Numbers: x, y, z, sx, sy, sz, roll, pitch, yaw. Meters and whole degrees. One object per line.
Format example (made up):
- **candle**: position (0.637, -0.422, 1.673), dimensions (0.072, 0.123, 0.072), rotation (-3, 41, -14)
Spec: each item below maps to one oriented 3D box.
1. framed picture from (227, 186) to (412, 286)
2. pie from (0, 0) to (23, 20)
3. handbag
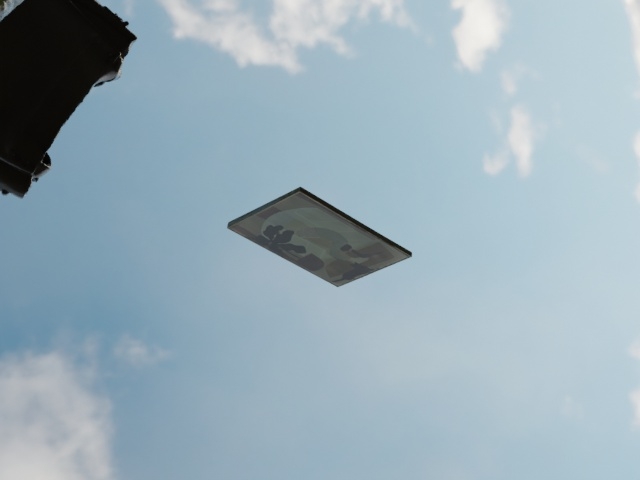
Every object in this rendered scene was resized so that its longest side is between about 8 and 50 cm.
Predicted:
- **framed picture**: position (0.000, 0.000, 1.439), dimensions (0.201, 0.136, 0.010), rotation (29, -127, -36)
- **pie**: position (-0.285, -0.193, 0.867), dimensions (0.248, 0.201, 0.090), rotation (-43, -57, -10)
- **handbag**: position (-0.403, -0.222, 1.431), dimensions (0.257, 0.113, 0.285), rotation (36, -99, -16)
